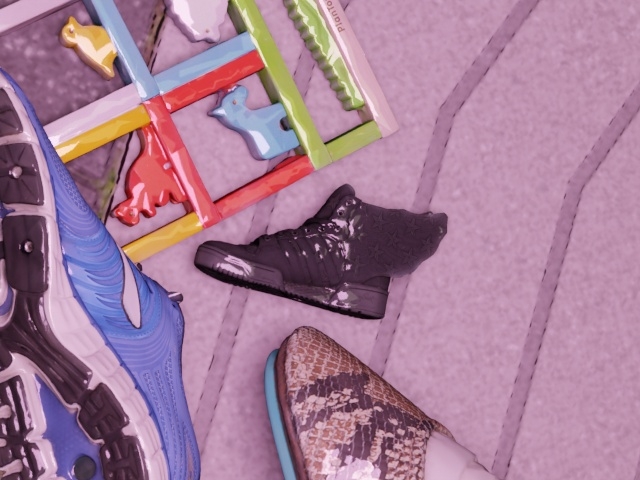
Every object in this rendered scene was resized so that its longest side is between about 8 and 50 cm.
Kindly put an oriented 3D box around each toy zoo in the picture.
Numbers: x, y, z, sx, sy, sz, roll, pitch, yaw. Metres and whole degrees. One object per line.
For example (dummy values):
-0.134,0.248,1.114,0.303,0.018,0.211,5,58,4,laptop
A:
-0.113,-0.097,1.329,0.293,0.030,0.192,-28,95,-16,toy zoo

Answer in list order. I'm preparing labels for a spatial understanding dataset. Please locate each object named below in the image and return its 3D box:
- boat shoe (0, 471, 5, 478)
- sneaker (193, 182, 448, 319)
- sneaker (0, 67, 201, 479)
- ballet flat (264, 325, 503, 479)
-0.290,0.108,1.227,0.302,0.109,0.098,44,75,-16,boat shoe
0.001,0.000,1.350,0.170,0.051,0.089,17,82,-20,sneaker
-0.171,0.040,1.239,0.129,0.147,0.330,-25,83,18,sneaker
0.095,0.283,1.286,0.182,0.164,0.483,-11,88,19,ballet flat
